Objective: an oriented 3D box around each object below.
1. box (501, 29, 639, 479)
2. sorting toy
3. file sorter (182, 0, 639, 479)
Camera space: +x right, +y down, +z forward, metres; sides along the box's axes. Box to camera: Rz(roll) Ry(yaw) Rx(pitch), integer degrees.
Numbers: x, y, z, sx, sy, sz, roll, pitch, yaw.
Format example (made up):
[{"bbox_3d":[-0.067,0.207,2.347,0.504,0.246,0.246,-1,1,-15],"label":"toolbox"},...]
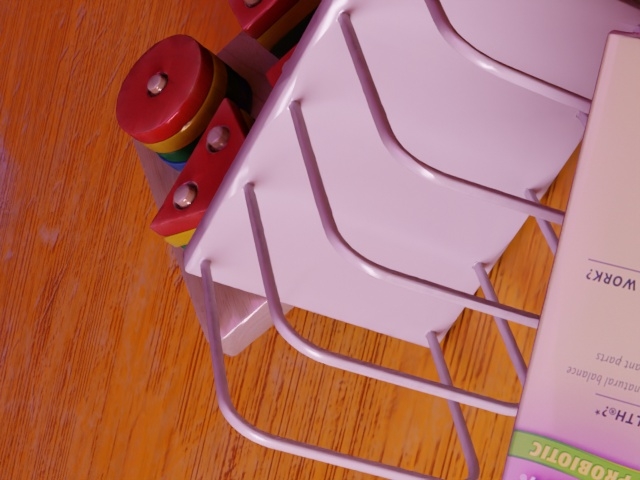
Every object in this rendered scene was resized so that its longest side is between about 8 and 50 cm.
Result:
[{"bbox_3d":[0.211,0.052,0.611,0.213,0.117,0.243,14,94,23],"label":"box"},{"bbox_3d":[-0.037,-0.095,1.020,0.255,0.089,0.257,-41,44,14],"label":"sorting toy"},{"bbox_3d":[0.070,-0.017,0.815,0.278,0.192,0.173,-59,26,28],"label":"file sorter"}]
